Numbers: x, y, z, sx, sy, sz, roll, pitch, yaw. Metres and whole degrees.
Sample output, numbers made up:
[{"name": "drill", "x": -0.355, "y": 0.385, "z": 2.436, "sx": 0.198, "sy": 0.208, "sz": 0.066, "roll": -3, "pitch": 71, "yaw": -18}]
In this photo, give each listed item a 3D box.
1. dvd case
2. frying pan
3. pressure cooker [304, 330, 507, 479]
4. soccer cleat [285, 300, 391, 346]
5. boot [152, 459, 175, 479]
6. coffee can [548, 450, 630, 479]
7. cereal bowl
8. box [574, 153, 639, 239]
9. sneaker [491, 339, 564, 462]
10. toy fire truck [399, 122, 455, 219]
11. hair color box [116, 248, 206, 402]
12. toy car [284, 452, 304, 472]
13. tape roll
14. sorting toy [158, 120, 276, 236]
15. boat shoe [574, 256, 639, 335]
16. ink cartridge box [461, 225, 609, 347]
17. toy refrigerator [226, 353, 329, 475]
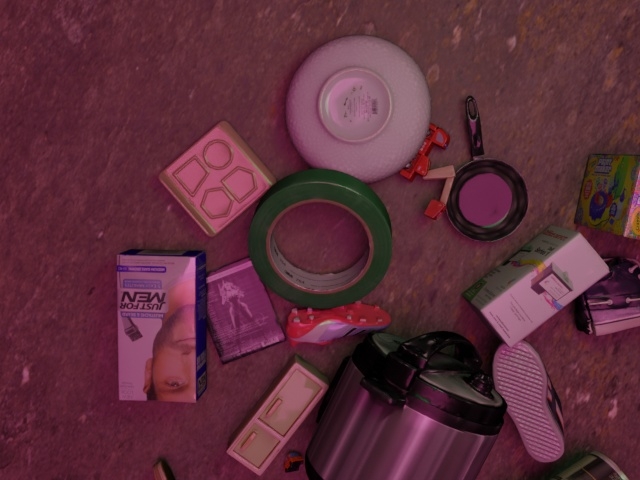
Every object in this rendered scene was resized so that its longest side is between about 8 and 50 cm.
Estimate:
[{"name": "dvd case", "x": -0.197, "y": 0.165, "z": 1.862, "sx": 0.165, "sy": 0.018, "sz": 0.221, "roll": -21, "pitch": 97, "yaw": 1}, {"name": "frying pan", "x": 0.352, "y": -0.148, "z": 1.835, "sx": 0.197, "sy": 0.053, "sz": 0.326, "roll": -33, "pitch": 94, "yaw": 1}, {"name": "pressure cooker", "x": 0.204, "y": 0.391, "z": 1.729, "sx": 0.376, "sy": 0.370, "sz": 0.420, "roll": 24, "pitch": 98, "yaw": -8}, {"name": "soccer cleat", "x": 0.041, "y": 0.202, "z": 1.856, "sx": 0.248, "sy": 0.083, "sz": 0.095, "roll": -2, "pitch": 126, "yaw": -7}, {"name": "boot", "x": -0.418, "y": 0.640, "z": 1.876, "sx": 0.165, "sy": 0.077, "sz": 0.213, "roll": -12, "pitch": 99, "yaw": 1}, {"name": "coffee can", "x": 0.585, "y": 0.648, "z": 1.831, "sx": 0.275, "sy": 0.201, "sz": 0.201, "roll": -29, "pitch": 97, "yaw": -10}, {"name": "cereal bowl", "x": 0.080, "y": -0.293, "z": 1.741, "sx": 0.339, "sy": 0.141, "sz": 0.338, "roll": 0, "pitch": 93, "yaw": 7}, {"name": "box", "x": 0.760, "y": -0.084, "z": 1.739, "sx": 0.279, "sy": 0.290, "sz": 0.176, "roll": 11, "pitch": 96, "yaw": -3}, {"name": "sneaker", "x": 0.486, "y": 0.354, "z": 1.847, "sx": 0.126, "sy": 0.127, "sz": 0.321, "roll": -14, "pitch": 107, "yaw": 20}, {"name": "toy fire truck", "x": 0.260, "y": -0.159, "z": 1.809, "sx": 0.135, "sy": 0.047, "sz": 0.192, "roll": 32, "pitch": 94, "yaw": 16}, {"name": "hair color box", "x": -0.362, "y": 0.193, "z": 1.806, "sx": 0.185, "sy": 0.110, "sz": 0.338, "roll": 1, "pitch": 98, "yaw": 5}, {"name": "toy car", "x": -0.032, "y": 0.524, "z": 1.908, "sx": 0.122, "sy": 0.060, "sz": 0.040, "roll": -13, "pitch": 52, "yaw": -17}, {"name": "tape roll", "x": 0.000, "y": 0.000, "z": 1.767, "sx": 0.322, "sy": 0.077, "sz": 0.321, "roll": 2, "pitch": 119, "yaw": 3}, {"name": "sorting toy", "x": -0.238, "y": -0.142, "z": 1.822, "sx": 0.208, "sy": 0.038, "sz": 0.193, "roll": -41, "pitch": 96, "yaw": -2}, {"name": "boat shoe", "x": 0.758, "y": 0.104, "z": 1.838, "sx": 0.341, "sy": 0.127, "sz": 0.158, "roll": -16, "pitch": 104, "yaw": 0}, {"name": "ink cartridge box", "x": 0.482, "y": 0.098, "z": 1.790, "sx": 0.278, "sy": 0.201, "sz": 0.117, "roll": -38, "pitch": 96, "yaw": 2}, {"name": "toy refrigerator", "x": -0.100, "y": 0.410, "z": 1.854, "sx": 0.102, "sy": 0.094, "sz": 0.269, "roll": 38, "pitch": 94, "yaw": -6}]
